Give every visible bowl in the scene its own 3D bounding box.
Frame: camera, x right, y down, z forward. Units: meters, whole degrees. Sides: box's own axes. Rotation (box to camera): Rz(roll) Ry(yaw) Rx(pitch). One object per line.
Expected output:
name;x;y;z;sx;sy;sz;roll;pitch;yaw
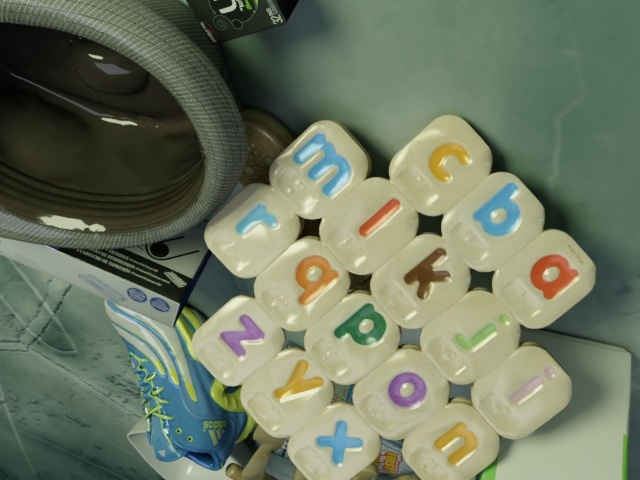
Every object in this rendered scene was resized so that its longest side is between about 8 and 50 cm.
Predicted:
bowl;-0.154;0.261;1.023;0.142;0.053;0.142;-7;130;29

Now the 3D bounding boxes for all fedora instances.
fedora;-0.183;-0.110;0.593;0.276;0.124;0.243;-1;136;12

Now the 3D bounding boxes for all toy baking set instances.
toy baking set;-0.002;0.255;0.883;0.256;0.030;0.197;36;132;-28

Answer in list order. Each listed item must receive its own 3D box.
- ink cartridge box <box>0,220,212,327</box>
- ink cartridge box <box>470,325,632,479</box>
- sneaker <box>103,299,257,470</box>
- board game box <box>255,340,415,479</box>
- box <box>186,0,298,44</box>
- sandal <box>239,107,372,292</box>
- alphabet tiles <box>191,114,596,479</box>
ink cartridge box;-0.206;-0.007;0.731;0.207;0.097;0.046;23;138;-2
ink cartridge box;0.193;0.244;0.750;0.115;0.198;0.272;12;137;11
sneaker;-0.153;0.155;0.856;0.091;0.126;0.240;-19;125;36
board game box;0.030;0.217;0.895;0.194;0.060;0.194;20;138;4
box;-0.057;-0.181;0.522;0.062;0.052;0.083;-8;131;29
sandal;-0.005;0.002;0.670;0.088;0.079;0.240;-24;122;39
alphabet tiles;0.050;0.053;0.620;0.278;0.021;0.284;-42;91;13
